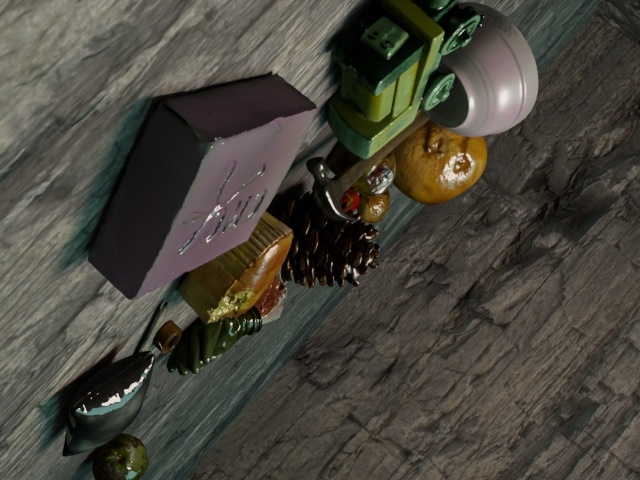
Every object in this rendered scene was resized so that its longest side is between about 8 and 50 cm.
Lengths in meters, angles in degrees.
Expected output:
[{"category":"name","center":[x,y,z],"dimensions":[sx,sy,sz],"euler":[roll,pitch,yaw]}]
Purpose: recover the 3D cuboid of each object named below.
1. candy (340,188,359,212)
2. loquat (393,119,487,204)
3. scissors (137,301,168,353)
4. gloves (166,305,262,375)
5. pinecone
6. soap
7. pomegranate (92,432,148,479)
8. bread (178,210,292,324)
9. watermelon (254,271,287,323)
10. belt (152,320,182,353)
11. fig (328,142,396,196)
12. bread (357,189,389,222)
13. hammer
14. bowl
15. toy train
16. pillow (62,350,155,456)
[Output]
[{"category":"candy","center":[0.040,-0.077,2.007],"dimensions":[0.292,0.059,0.086],"euler":[-39,163,-48]},{"category":"loquat","center":[0.297,-0.237,1.995],"dimensions":[0.276,0.276,0.284],"euler":[-52,-173,12]},{"category":"scissors","center":[-0.361,0.221,1.542],"dimensions":[0.109,0.022,0.300],"euler":[-41,166,-52]},{"category":"gloves","center":[-0.253,0.232,1.771],"dimensions":[0.268,0.107,0.135],"euler":[-34,151,-43]},{"category":"pinecone","center":[0.000,0.000,1.655],"dimensions":[0.224,0.273,0.224],"euler":[11,90,-86]},{"category":"soap","center":[-0.162,-0.087,1.081],"dimensions":[0.296,0.107,0.285],"euler":[-35,159,-55]},{"category":"pomegranate","center":[-0.508,0.544,1.865],"dimensions":[0.138,0.163,0.125],"euler":[-60,136,-30]},{"category":"bread","center":[-0.160,0.051,1.476],"dimensions":[0.250,0.133,0.179],"euler":[-52,173,18]},{"category":"watermelon","center":[-0.135,0.150,2.007],"dimensions":[0.158,0.098,0.121],"euler":[-54,169,2]},{"category":"belt","center":[-0.324,0.208,1.602],"dimensions":[0.059,0.036,0.083],"euler":[-39,164,-39]},{"category":"fig","center":[0.098,-0.187,1.725],"dimensions":[0.144,0.154,0.165],"euler":[90,9,-51]},{"category":"bread","center":[0.166,-0.114,2.257],"dimensions":[0.124,0.084,0.344],"euler":[-59,177,7]},{"category":"hammer","center":[0.129,-0.199,1.610],"dimensions":[0.440,0.044,0.168],"euler":[-44,127,-36]},{"category":"bowl","center":[0.298,-0.338,1.584],"dimensions":[0.144,0.287,0.287],"euler":[-34,163,-26]},{"category":"toy train","center":[0.138,-0.316,1.370],"dimensions":[0.253,0.160,0.397],"euler":[-40,168,-13]},{"category":"pillow","center":[-0.412,0.322,1.458],"dimensions":[0.186,0.106,0.250],"euler":[-36,164,-37]}]
